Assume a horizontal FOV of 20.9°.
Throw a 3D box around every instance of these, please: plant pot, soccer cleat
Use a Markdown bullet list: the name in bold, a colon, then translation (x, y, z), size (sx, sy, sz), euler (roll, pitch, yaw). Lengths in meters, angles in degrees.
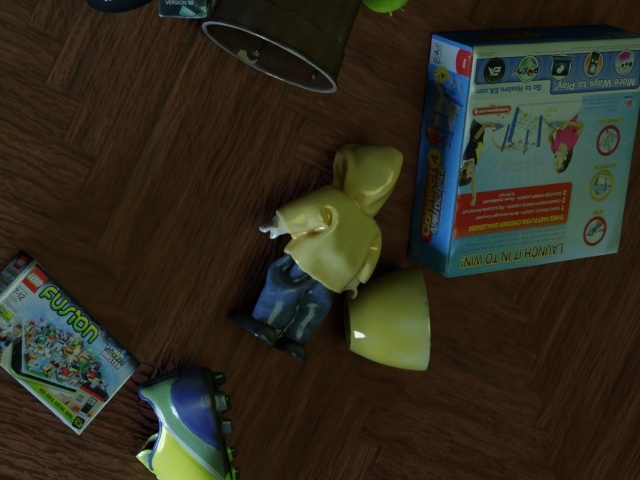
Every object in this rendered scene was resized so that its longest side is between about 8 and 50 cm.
- **plant pot**: translation (0.081, 0.102, 2.199), size (0.095, 0.134, 0.134), euler (-4, 113, -7)
- **soccer cleat**: translation (-0.161, 0.278, 2.124), size (0.121, 0.093, 0.289), euler (-6, 119, -2)
- **plant pot**: translation (-0.022, -0.276, 1.950), size (0.167, 0.167, 0.165), euler (31, 81, -40)

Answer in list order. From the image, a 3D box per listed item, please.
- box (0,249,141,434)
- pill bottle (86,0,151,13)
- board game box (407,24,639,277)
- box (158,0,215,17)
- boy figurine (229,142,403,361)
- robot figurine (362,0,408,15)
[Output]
- **box**: translation (-0.306, 0.117, 1.969), size (0.114, 0.036, 0.207), euler (-49, 128, -10)
- **pill bottle**: translation (-0.228, -0.345, 1.777), size (0.123, 0.123, 0.219), euler (-36, 138, -20)
- **board game box**: translation (0.272, -0.121, 2.265), size (0.308, 0.086, 0.302), euler (-7, 112, -34)
- **box**: translation (-0.131, -0.411, 1.775), size (0.058, 0.232, 0.322), euler (0, 112, 3)
- **boy figurine**: translation (0.000, 0.000, 2.112), size (0.177, 0.092, 0.285), euler (30, 88, -39)
- **robot figurine**: translation (0.069, -0.319, 2.039), size (0.067, 0.101, 0.115), euler (-24, 97, -12)
